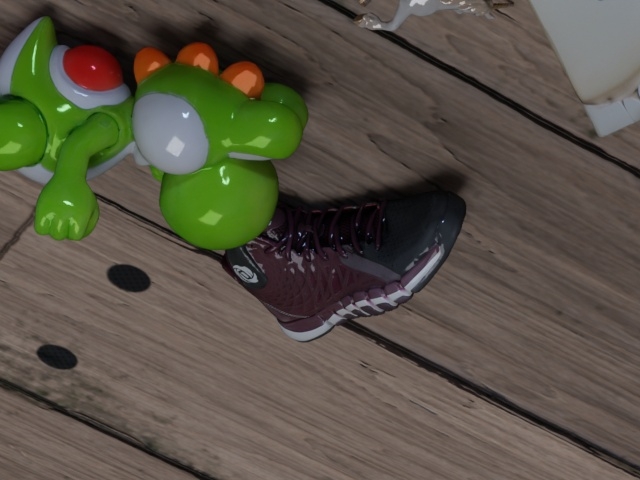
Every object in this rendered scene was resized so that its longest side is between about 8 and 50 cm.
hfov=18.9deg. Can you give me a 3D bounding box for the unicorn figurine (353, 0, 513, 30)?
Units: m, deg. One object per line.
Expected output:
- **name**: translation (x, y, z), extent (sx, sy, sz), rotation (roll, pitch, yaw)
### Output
- **unicorn figurine**: translation (0.074, -0.218, 1.581), extent (0.111, 0.060, 0.162), rotation (-9, 137, 28)

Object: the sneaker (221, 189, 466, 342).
- **sneaker**: translation (0.000, 0.000, 1.848), extent (0.162, 0.106, 0.281), rotation (35, 138, -21)

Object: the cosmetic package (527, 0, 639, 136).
- **cosmetic package**: translation (0.210, -0.239, 1.424), extent (0.160, 0.113, 0.309), rotation (-27, 133, 11)

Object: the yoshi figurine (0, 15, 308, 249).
- **yoshi figurine**: translation (-0.189, -0.070, 1.765), extent (0.362, 0.203, 0.203), rotation (2, 157, 11)
